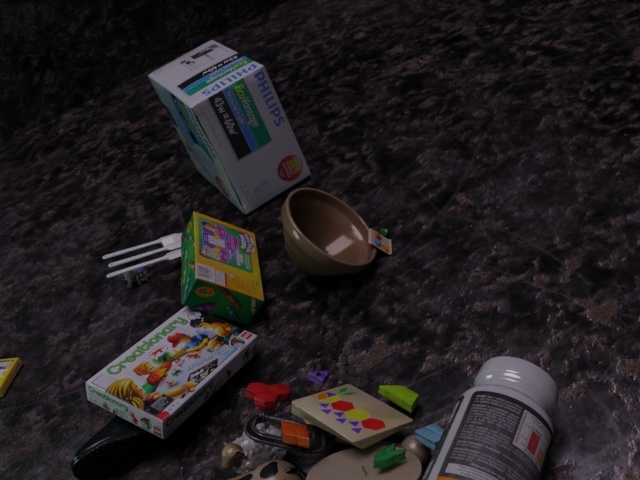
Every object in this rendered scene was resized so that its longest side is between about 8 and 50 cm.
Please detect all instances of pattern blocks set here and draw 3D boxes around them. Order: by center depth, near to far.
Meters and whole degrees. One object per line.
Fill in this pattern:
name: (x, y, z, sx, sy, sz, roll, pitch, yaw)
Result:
pattern blocks set: (0.049, 0.297, 1.311, 0.285, 0.026, 0.325, -6, 16, -30)

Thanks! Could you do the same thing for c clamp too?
c clamp: (-0.051, 0.323, 1.311, 0.160, 0.022, 0.137, 12, 17, -6)

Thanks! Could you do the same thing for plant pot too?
plant pot: (0.000, 0.000, 1.737, 0.110, 0.237, 0.237, -51, 20, 33)

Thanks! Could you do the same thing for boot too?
boot: (-0.399, 0.349, 1.540, 0.246, 0.094, 0.207, -27, 38, -18)

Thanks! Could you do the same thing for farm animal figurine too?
farm animal figurine: (-0.154, 0.450, 1.210, 0.326, 0.172, 0.330, -30, 36, -12)

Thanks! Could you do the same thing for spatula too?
spatula: (-0.443, 0.035, 2.001, 0.242, 0.019, 0.168, -19, 28, -14)

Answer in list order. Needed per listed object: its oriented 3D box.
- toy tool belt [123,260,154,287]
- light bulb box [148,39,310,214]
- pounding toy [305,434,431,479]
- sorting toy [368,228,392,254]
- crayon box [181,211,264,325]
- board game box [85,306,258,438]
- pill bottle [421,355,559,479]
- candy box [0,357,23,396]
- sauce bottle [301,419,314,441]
toy tool belt: (-0.462, 0.087, 1.975, 0.083, 0.051, 0.052, -19, 17, -17)
light bulb box: (-0.253, -0.320, 2.125, 0.225, 0.358, 0.361, -33, 35, -13)
pounding toy: (0.081, 0.403, 1.218, 0.183, 0.110, 0.237, -6, 10, 19)
sorting toy: (0.138, -0.007, 1.768, 0.012, 0.062, 0.083, -51, 21, 33)
crayon box: (-0.230, 0.059, 1.771, 0.081, 0.165, 0.278, -58, 25, 25)
board game box: (-0.290, 0.254, 1.545, 0.193, 0.053, 0.305, 19, 34, 24)
pill bottle: (0.261, 0.322, 1.168, 0.162, 0.162, 0.278, 5, 44, 33)
candy box: (-0.825, 0.335, 1.847, 0.206, 0.027, 0.105, -9, 40, 18)
sauce bottle: (0.022, 0.319, 1.406, 0.128, 0.042, 0.042, -27, 34, -24)
